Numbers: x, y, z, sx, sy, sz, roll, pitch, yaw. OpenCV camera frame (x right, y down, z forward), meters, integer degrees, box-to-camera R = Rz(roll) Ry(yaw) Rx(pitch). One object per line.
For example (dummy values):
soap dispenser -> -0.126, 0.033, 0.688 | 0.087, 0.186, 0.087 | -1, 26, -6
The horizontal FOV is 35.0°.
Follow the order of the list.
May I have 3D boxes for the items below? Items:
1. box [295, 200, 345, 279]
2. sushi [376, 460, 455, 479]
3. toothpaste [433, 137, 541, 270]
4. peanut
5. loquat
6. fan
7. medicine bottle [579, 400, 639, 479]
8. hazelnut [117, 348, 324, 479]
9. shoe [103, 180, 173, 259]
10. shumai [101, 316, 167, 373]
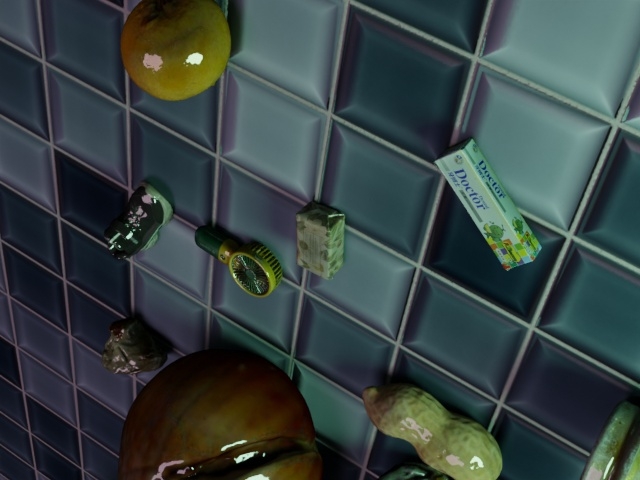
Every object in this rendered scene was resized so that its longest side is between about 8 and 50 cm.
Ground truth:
box -> 0.000, 0.000, 1.390 | 0.062, 0.045, 0.098 | 23, 137, 26
sushi -> 0.209, 0.475, 1.507 | 0.350, 0.211, 0.170 | 19, 139, 36
toothpaste -> 0.197, -0.041, 1.192 | 0.046, 0.034, 0.164 | -22, 108, 45
peanut -> 0.158, 0.275, 1.463 | 0.228, 0.085, 0.104 | 33, 143, 16
loquat -> -0.178, -0.245, 1.264 | 0.141, 0.141, 0.141 | 23, 136, 24
fan -> -0.124, 0.023, 1.523 | 0.155, 0.039, 0.082 | 32, 140, 18
medicine bottle -> 0.472, 0.316, 1.174 | 0.323, 0.151, 0.151 | 24, 137, 23
hazelnut -> -0.161, 0.382, 1.658 | 0.359, 0.359, 0.409 | 22, 145, 25
shoe -> -0.297, -0.019, 1.588 | 0.071, 0.099, 0.169 | 43, 140, 6
shumai -> -0.334, 0.183, 1.815 | 0.124, 0.099, 0.087 | 1, 105, 13
